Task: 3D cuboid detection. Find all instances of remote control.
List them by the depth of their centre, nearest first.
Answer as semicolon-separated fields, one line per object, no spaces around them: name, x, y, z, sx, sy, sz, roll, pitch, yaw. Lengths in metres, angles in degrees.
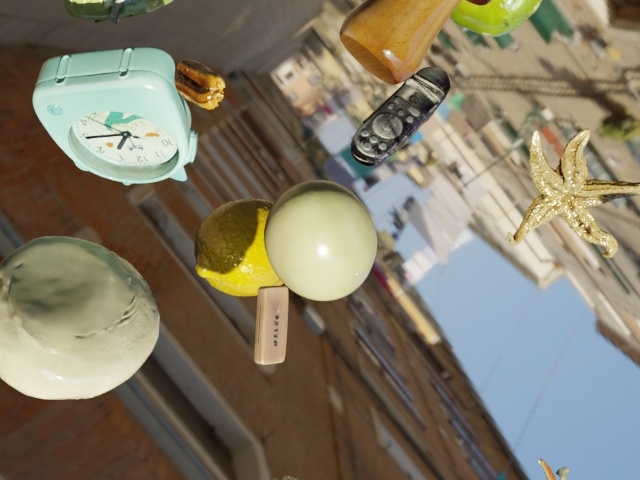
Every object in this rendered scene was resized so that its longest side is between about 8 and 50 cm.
remote control;0.155;-0.236;1.928;0.266;0.090;0.066;-46;171;-24

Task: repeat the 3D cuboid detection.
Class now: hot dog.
hot dog;-0.225;-0.288;1.843;0.165;0.045;0.071;34;-84;50

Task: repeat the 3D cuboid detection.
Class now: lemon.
lemon;-0.175;0.016;2.308;0.253;0.228;0.228;-5;168;-33

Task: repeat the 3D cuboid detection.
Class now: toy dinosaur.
toy dinosaur;0.324;0.353;1.312;0.044;0.106;0.187;-22;150;6

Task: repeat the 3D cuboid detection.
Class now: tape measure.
tape measure;-0.349;-0.422;1.709;0.175;0.106;0.200;-1;-155;12

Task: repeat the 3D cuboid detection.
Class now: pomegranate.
pomegranate;0.339;-0.526;2.026;0.236;0.236;0.302;-34;-176;25

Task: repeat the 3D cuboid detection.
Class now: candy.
candy;-0.384;0.128;1.538;0.295;0.295;0.185;-48;167;-48

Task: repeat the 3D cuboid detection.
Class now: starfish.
starfish;0.557;-0.092;2.253;0.327;0.375;0.094;-42;-159;22

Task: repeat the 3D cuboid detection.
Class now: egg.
egg;0.000;0.000;1.943;0.219;0.219;0.269;-42;152;-23

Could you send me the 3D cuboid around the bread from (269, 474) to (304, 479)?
bread;-0.064;0.501;1.533;0.130;0.152;0.268;-6;-120;67

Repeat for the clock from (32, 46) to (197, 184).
clock;-0.308;-0.184;1.590;0.223;0.274;0.094;-2;-122;11

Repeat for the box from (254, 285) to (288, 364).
box;-0.070;0.123;1.460;0.048;0.115;0.025;1;-175;-38

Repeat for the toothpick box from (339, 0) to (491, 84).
toothpick box;0.176;-0.421;1.733;0.294;0.192;0.192;-49;-170;-4
